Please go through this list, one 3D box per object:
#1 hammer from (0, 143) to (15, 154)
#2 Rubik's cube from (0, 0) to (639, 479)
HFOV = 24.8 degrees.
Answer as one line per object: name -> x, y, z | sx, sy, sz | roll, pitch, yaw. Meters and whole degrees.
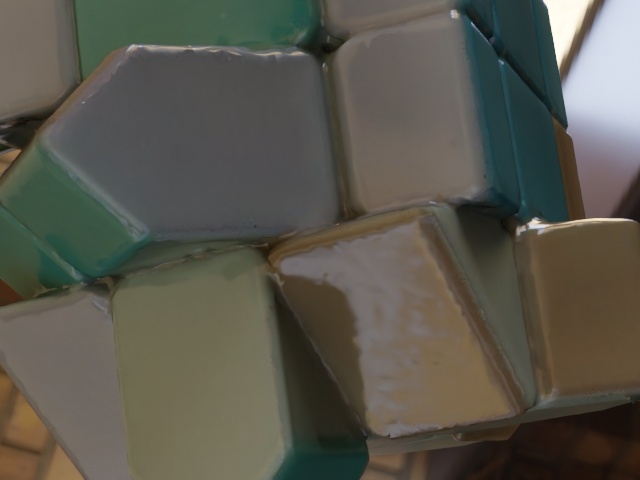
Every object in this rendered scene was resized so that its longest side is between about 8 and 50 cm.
hammer -> -0.142, -0.086, 0.774 | 0.119, 0.335, 0.207 | 38, -146, -81
Rubik's cube -> 0.000, 0.000, 0.514 | 0.265, 0.224, 0.213 | 23, -121, -67
